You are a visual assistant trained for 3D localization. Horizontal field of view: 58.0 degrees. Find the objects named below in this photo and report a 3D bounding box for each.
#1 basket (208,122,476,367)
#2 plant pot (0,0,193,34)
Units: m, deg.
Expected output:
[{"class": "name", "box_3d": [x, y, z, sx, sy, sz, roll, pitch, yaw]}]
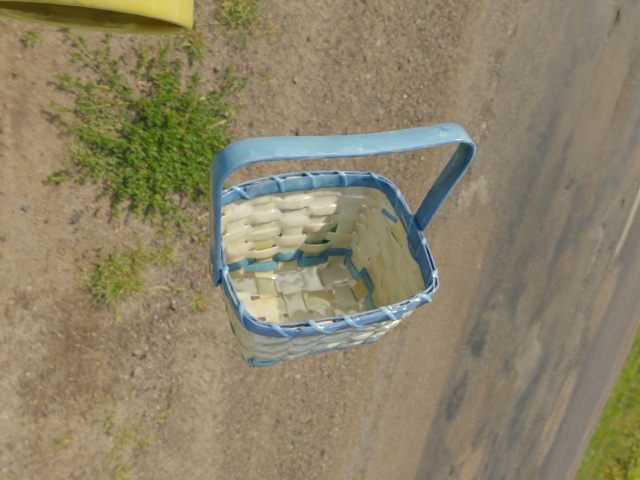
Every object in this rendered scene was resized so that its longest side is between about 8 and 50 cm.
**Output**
[{"class": "basket", "box_3d": [0.000, 0.000, 0.599, 0.254, 0.201, 0.289, -7, 148, -23]}, {"class": "plant pot", "box_3d": [-0.275, -0.380, 0.671, 0.254, 0.254, 0.239, -11, 109, -47]}]
